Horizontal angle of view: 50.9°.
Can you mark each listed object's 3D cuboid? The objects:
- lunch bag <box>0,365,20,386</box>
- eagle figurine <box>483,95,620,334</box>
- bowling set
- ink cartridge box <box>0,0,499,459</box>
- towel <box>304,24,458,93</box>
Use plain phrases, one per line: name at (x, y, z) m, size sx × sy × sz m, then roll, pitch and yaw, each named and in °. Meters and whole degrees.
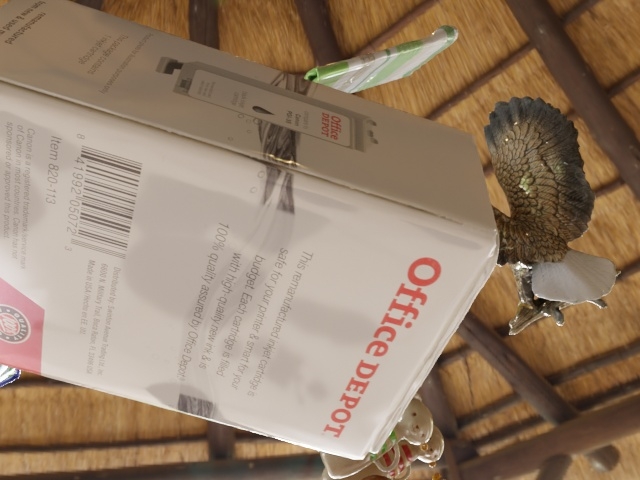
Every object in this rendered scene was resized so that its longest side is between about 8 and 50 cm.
lunch bag at (-0.471, 0.138, 0.838) m, size 0.151 × 0.129 × 0.096 m, roll -26°, pitch -19°, yaw -42°
eagle figurine at (0.254, -0.032, 0.907) m, size 0.225 × 0.226 × 0.298 m, roll -23°, pitch -87°, yaw 35°
bowling set at (0.091, 0.256, 0.725) m, size 0.154 × 0.200 × 0.287 m, roll -21°, pitch -85°, yaw -13°
ink cartridge box at (-0.067, 0.003, 0.414) m, size 0.283 × 0.117 × 0.207 m, roll 17°, pitch -53°, yaw -7°
towel at (0.045, -0.169, 0.653) m, size 0.152 × 0.023 × 0.113 m, roll -21°, pitch 1°, yaw -20°
